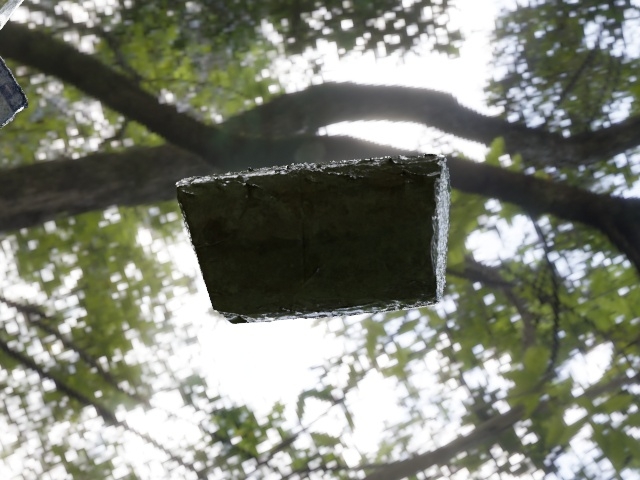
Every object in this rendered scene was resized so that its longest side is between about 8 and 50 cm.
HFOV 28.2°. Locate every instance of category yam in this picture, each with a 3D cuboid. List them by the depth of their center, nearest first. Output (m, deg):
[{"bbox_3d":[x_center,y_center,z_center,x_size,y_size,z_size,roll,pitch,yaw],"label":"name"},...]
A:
[{"bbox_3d":[0.000,0.000,1.251,0.268,0.161,0.161,-6,-78,4],"label":"yam"}]

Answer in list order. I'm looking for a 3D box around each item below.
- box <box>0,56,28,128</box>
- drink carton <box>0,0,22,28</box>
[{"bbox_3d":[-0.352,-0.195,0.906,0.310,0.084,0.198,34,-22,40],"label":"box"},{"bbox_3d":[-0.251,-0.284,1.093,0.075,0.200,0.084,30,-8,-5],"label":"drink carton"}]
